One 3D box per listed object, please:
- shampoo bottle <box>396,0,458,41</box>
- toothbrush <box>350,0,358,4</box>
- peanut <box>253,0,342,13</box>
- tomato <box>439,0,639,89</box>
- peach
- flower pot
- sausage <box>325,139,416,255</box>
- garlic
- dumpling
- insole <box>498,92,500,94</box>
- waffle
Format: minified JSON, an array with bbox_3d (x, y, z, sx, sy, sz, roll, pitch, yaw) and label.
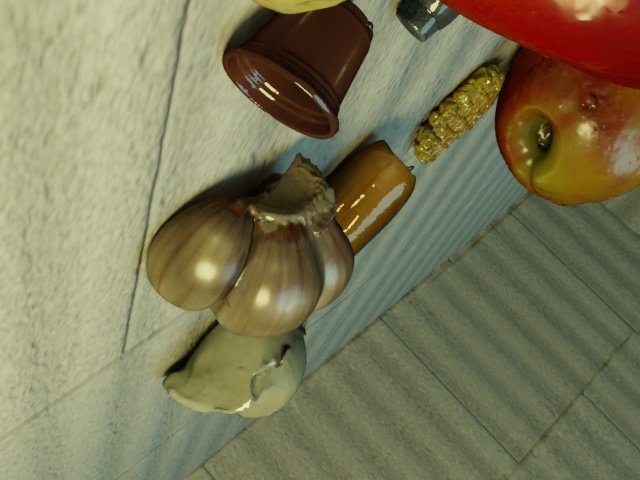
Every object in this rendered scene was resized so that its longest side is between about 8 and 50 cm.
[{"bbox_3d":[0.172,-0.298,0.802,0.234,0.049,0.087,-45,165,5],"label":"shampoo bottle"},{"bbox_3d":[0.060,-0.247,0.707,0.162,0.014,0.017,-44,148,4],"label":"toothbrush"},{"bbox_3d":[-0.006,-0.210,0.381,0.147,0.147,0.305,-44,172,0],"label":"peanut"},{"bbox_3d":[0.217,-0.252,0.553,0.293,0.290,0.325,-48,160,20],"label":"tomato"},{"bbox_3d":[0.458,-0.234,1.322,0.372,0.289,0.373,-18,117,-41],"label":"peach"},{"bbox_3d":[-0.010,-0.149,0.642,0.089,0.111,0.111,-57,169,-10],"label":"flower pot"},{"bbox_3d":[-0.003,-0.001,1.104,0.328,0.112,0.112,-44,167,10],"label":"sausage"},{"bbox_3d":[-0.069,0.031,0.869,0.214,0.160,0.191,-35,160,-45],"label":"garlic"},{"bbox_3d":[-0.128,0.197,1.264,0.226,0.175,0.243,-18,162,22],"label":"dumpling"},{"bbox_3d":[0.286,-0.247,1.412,0.188,0.004,0.064,-34,163,-37],"label":"insole"},{"bbox_3d":[0.220,-0.200,1.278,0.191,0.038,0.191,-40,164,-13],"label":"waffle"}]
